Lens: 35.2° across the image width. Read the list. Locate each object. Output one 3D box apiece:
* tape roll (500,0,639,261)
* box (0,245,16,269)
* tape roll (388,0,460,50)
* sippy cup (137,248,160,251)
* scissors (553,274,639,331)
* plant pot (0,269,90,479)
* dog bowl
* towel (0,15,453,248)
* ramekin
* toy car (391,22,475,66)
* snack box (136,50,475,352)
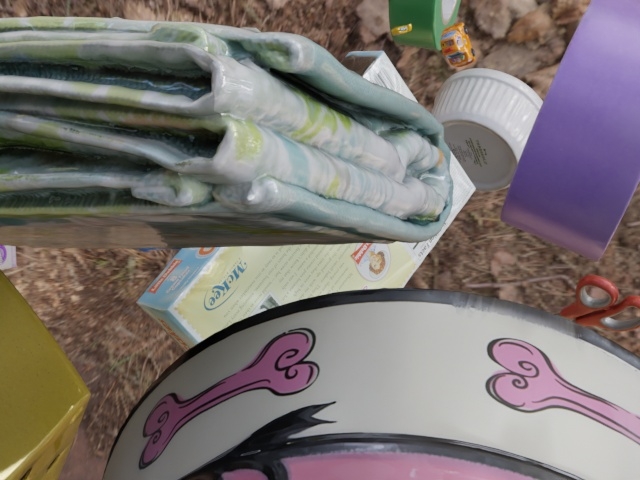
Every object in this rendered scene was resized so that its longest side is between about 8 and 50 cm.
[{"bbox_3d":[0.207,-0.085,0.746,0.080,0.189,0.189,25,85,12],"label":"tape roll"},{"bbox_3d":[-0.447,-0.121,1.317,0.063,0.067,0.324,1,95,24],"label":"box"},{"bbox_3d":[0.184,-0.469,1.611,0.077,0.321,0.321,12,87,14],"label":"tape roll"},{"bbox_3d":[-0.304,-0.112,1.790,0.305,0.240,0.224,7,124,19],"label":"sippy cup"},{"bbox_3d":[0.365,0.120,1.467,0.109,0.297,0.021,32,62,-5],"label":"scissors"},{"bbox_3d":[-0.287,0.134,0.705,0.187,0.212,0.212,33,43,5],"label":"plant pot"},{"bbox_3d":[0.048,0.237,0.547,0.408,0.150,0.408,4,116,8],"label":"dog bowl"},{"bbox_3d":[-0.110,-0.045,0.575,0.320,0.374,0.090,0,87,18],"label":"towel"},{"bbox_3d":[0.276,-0.177,1.710,0.207,0.207,0.109,35,57,-6],"label":"ramekin"},{"bbox_3d":[0.149,-0.264,1.376,0.040,0.122,0.060,-28,118,-49],"label":"toy car"},{"bbox_3d":[0.000,0.000,0.941,0.322,0.060,0.187,-51,122,-21],"label":"snack box"}]
